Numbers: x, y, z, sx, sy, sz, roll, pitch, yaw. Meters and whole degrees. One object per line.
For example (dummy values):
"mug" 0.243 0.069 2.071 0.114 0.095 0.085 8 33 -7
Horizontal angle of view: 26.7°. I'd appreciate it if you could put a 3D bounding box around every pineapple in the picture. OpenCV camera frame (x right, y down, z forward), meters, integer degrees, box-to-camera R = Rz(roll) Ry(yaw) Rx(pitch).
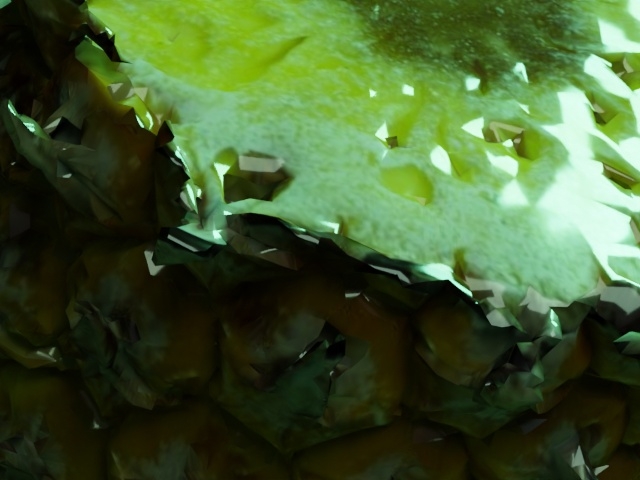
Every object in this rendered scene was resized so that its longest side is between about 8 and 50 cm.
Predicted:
"pineapple" -0.002 0.001 0.523 0.353 0.300 0.352 17 44 -17
